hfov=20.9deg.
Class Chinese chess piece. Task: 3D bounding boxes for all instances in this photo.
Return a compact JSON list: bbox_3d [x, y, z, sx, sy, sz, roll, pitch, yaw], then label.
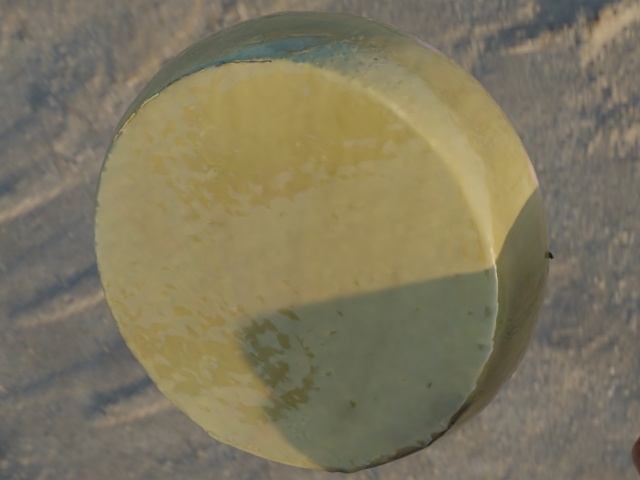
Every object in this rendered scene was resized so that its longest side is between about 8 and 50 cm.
[{"bbox_3d":[0.000,0.000,0.932,0.251,0.097,0.250,11,117,22],"label":"Chinese chess piece"}]

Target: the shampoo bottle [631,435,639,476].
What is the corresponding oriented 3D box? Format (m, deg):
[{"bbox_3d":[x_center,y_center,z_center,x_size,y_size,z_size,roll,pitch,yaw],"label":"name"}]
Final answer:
[{"bbox_3d":[0.249,0.191,0.778,0.104,0.104,0.278,-27,68,0],"label":"shampoo bottle"}]
